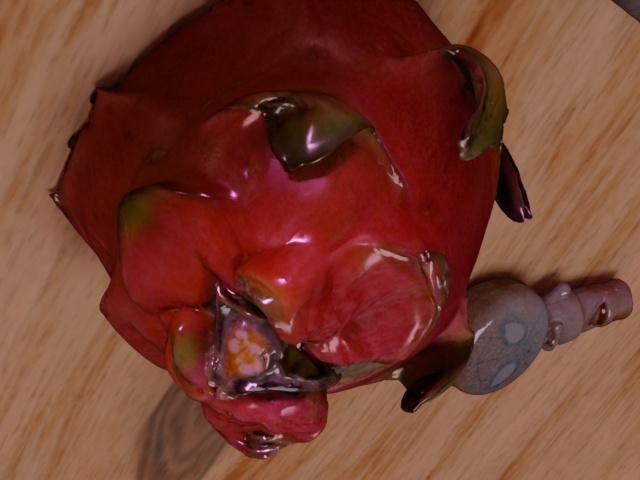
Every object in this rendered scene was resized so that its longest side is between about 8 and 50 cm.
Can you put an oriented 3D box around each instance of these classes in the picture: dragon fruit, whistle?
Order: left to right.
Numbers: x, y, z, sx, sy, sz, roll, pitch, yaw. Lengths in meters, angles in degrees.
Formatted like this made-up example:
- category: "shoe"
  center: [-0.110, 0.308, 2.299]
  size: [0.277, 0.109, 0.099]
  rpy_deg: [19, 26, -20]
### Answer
- category: "dragon fruit"
  center: [0.000, 0.000, 1.146]
  size: [0.305, 0.226, 0.305]
  rpy_deg: [-19, 143, -15]
- category: "whistle"
  center: [0.178, 0.071, 1.533]
  size: [0.220, 0.057, 0.107]
  rpy_deg: [-14, 130, -30]

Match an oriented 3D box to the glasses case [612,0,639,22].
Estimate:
- category: "glasses case"
  center: [0.242, -0.200, 1.210]
  size: [0.114, 0.060, 0.299]
  rpy_deg: [-47, 143, 16]
